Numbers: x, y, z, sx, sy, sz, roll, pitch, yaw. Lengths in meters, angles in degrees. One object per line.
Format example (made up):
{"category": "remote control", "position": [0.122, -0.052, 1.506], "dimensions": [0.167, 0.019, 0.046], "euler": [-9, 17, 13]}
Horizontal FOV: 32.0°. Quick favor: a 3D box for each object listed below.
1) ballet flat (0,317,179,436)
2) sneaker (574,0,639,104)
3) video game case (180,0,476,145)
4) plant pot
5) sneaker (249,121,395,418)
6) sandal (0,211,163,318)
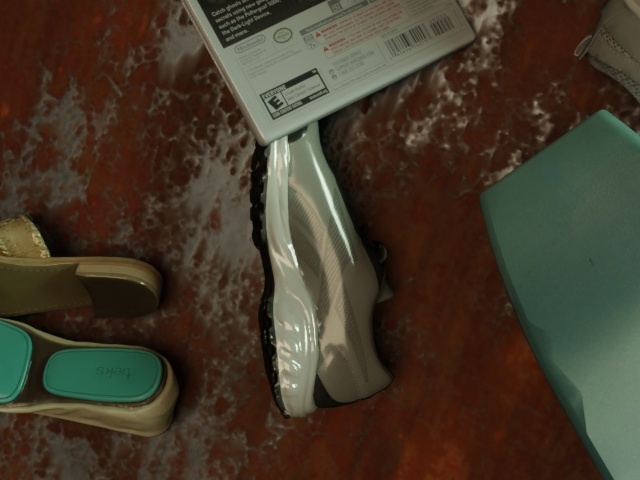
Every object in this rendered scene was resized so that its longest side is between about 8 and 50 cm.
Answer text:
{"category": "ballet flat", "position": [-0.239, 0.122, 0.970], "dimensions": [0.248, 0.086, 0.086], "euler": [11, 98, 13]}
{"category": "sneaker", "position": [0.304, -0.082, 0.786], "dimensions": [0.281, 0.105, 0.115], "euler": [47, 140, 5]}
{"category": "video game case", "position": [-0.003, -0.187, 0.850], "dimensions": [0.190, 0.022, 0.173], "euler": [-28, 85, -13]}
{"category": "plant pot", "position": [0.226, 0.036, 0.776], "dimensions": [0.165, 0.166, 0.234], "euler": [-36, 75, 18]}
{"category": "sneaker", "position": [0.000, 0.000, 0.886], "dimensions": [0.108, 0.100, 0.271], "euler": [-6, 89, -8]}
{"category": "sandal", "position": [-0.252, 0.015, 0.979], "dimensions": [0.240, 0.079, 0.088], "euler": [4, 140, 4]}
